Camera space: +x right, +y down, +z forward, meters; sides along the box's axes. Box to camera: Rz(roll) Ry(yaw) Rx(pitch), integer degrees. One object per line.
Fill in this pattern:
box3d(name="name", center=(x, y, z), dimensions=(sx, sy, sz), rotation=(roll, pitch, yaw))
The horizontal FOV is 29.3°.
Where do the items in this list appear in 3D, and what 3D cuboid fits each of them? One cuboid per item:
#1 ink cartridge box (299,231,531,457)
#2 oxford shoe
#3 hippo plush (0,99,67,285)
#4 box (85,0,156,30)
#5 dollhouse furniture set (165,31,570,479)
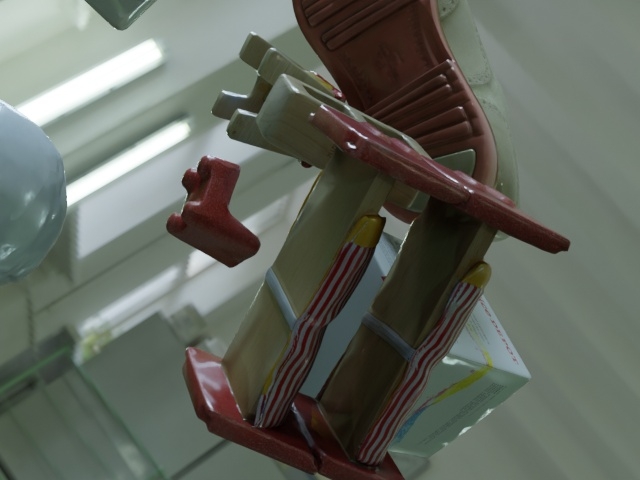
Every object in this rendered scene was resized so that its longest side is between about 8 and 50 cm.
box3d(name="ink cartridge box", center=(0.060, 0.087, 1.011), dimensions=(0.176, 0.127, 0.128), rotation=(22, 34, -48))
box3d(name="oxford shoe", center=(0.077, -0.171, 1.086), dimensions=(0.146, 0.140, 0.397), rotation=(27, 46, -55))
box3d(name="hippo plush", center=(-0.242, 0.007, 0.611), dimensions=(0.294, 0.236, 0.234), rotation=(34, -11, 23))
box3d(name="box", center=(-0.093, -0.160, 0.315), dimensions=(0.170, 0.091, 0.130), rotation=(41, 10, -50))
box3d(name="dollhouse furniture set", center=(0.000, 0.000, 0.881), dimensions=(0.152, 0.201, 0.374), rotation=(25, 11, -20))
